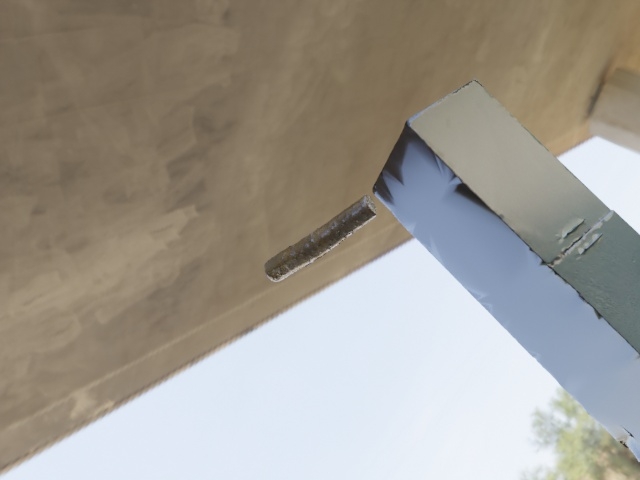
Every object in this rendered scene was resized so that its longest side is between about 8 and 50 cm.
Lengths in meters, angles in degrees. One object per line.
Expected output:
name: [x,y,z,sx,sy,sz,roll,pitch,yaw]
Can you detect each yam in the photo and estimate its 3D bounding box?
yam: [0.000,0.000,0.834,0.145,0.032,0.032,-35,-20,25]

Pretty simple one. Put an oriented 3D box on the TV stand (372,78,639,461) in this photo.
TV stand: [0.163,0.018,0.538,0.082,0.269,0.088,-35,-17,-31]
